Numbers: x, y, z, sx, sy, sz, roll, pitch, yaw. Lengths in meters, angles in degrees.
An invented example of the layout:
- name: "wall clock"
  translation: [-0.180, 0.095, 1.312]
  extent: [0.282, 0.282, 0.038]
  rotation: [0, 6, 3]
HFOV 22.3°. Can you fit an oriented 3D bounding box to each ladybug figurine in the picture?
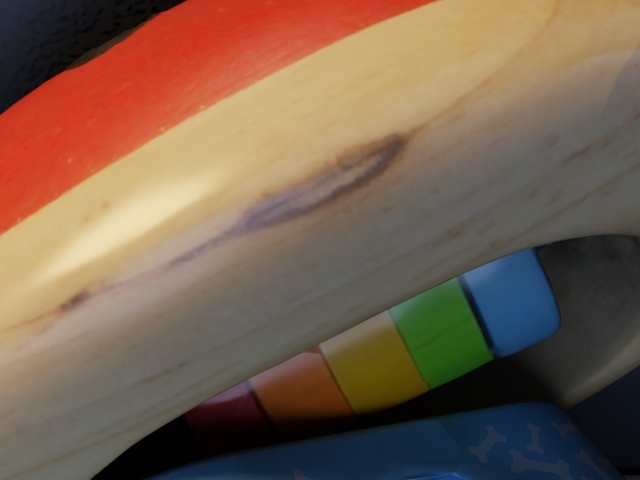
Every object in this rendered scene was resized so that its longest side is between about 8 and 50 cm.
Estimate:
- name: "ladybug figurine"
  translation: [0.000, 0.000, 0.651]
  extent: [0.449, 0.162, 0.305]
  rotation: [-25, 154, -2]

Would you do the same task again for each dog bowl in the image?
- name: "dog bowl"
  translation: [0.006, 0.137, 0.640]
  extent: [0.297, 0.074, 0.166]
  rotation: [-6, 148, -36]

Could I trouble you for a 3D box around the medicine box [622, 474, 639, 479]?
- name: "medicine box"
  translation: [0.236, 0.248, 0.779]
  extent: [0.289, 0.263, 0.149]
  rotation: [-1, 121, 1]
